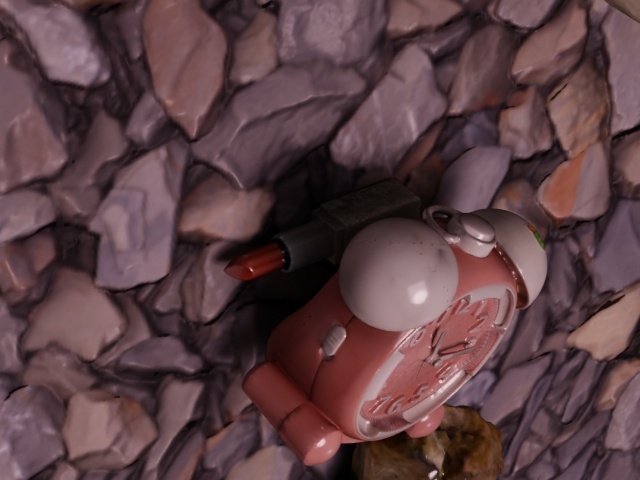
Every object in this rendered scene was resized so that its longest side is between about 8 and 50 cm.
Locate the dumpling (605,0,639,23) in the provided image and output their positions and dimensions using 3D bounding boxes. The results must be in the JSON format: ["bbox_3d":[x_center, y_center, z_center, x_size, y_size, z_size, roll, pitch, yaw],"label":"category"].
[{"bbox_3d":[0.229,-0.178,1.079,0.147,0.193,0.258,-49,140,6],"label":"dumpling"}]

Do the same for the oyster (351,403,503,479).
[{"bbox_3d":[0.041,0.268,1.275,0.198,0.133,0.337,21,90,-19],"label":"oyster"}]

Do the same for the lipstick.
[{"bbox_3d":[-0.001,0.000,1.134,0.129,0.030,0.030,-21,131,-27],"label":"lipstick"}]

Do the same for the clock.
[{"bbox_3d":[0.046,0.043,1.132,0.166,0.093,0.162,-5,139,-52],"label":"clock"}]
